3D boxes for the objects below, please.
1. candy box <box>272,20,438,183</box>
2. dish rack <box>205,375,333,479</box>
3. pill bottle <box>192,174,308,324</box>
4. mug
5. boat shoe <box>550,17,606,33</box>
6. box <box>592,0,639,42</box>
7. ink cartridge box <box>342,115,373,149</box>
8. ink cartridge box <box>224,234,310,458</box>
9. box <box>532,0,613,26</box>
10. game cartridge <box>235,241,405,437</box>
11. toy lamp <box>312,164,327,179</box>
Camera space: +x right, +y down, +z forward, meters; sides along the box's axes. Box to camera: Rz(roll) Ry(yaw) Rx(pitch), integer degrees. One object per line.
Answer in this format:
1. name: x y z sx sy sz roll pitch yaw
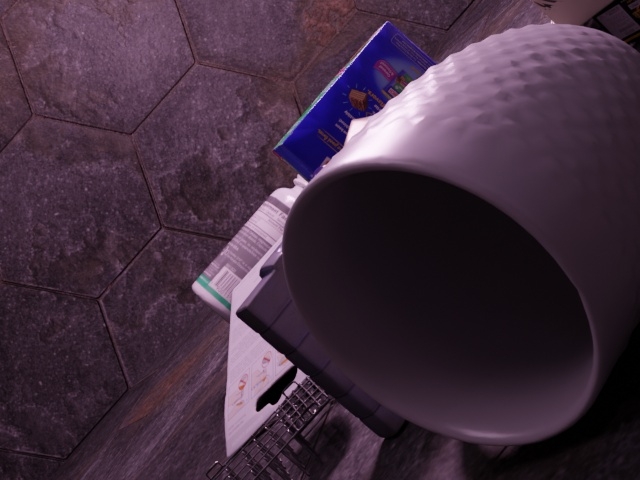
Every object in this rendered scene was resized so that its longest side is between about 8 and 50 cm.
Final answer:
1. candy box: 0.113 -0.203 2.037 0.317 0.268 0.122 -49 5 -10
2. dish rack: -0.067 0.288 1.384 0.271 0.074 0.208 -47 9 -5
3. pill bottle: -0.068 0.026 2.152 0.361 0.204 0.204 -48 8 -6
4. mug: 0.164 -0.002 0.960 0.328 0.276 0.374 -48 -25 -40
5. boat shoe: 0.376 -0.261 1.626 0.112 0.095 0.335 -20 32 52
6. box: 0.554 -0.445 1.527 0.322 0.079 0.257 -51 6 -15
7. ink cartridge box: 0.149 -0.115 1.586 0.235 0.088 0.193 -10 36 19
8. ink cartridge box: -0.042 0.147 1.811 0.308 0.091 0.385 -46 31 34
9. box: 0.412 -0.404 1.480 0.113 0.094 0.275 -54 9 -32
10. game cartridge: 0.088 0.019 1.249 0.355 0.230 0.068 -51 2 -24
11. toy lamp: 0.000 0.000 1.700 0.080 0.080 0.274 -41 25 43
